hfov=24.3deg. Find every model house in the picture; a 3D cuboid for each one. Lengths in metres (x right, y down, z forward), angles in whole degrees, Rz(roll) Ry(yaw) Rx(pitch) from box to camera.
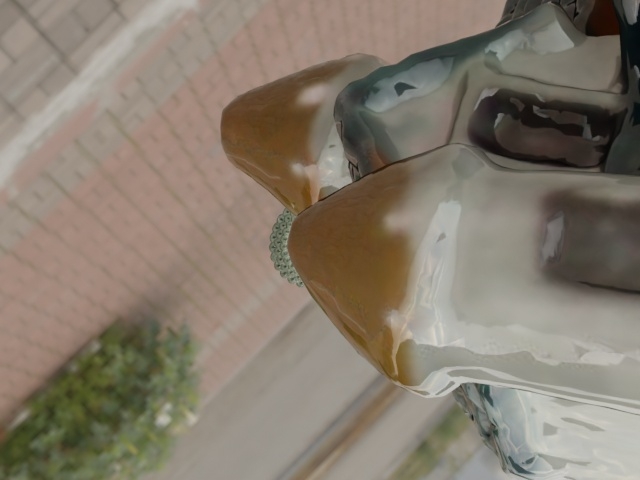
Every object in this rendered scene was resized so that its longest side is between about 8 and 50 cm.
[{"bbox_3d":[0.089,-0.042,0.435,0.271,0.301,0.190,-68,151,-29],"label":"model house"}]

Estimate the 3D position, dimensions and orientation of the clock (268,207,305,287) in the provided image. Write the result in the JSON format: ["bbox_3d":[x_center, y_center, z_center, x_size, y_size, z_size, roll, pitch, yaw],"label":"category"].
[{"bbox_3d":[0.000,0.000,1.151,0.083,0.074,0.010,-30,-177,-9],"label":"clock"}]
